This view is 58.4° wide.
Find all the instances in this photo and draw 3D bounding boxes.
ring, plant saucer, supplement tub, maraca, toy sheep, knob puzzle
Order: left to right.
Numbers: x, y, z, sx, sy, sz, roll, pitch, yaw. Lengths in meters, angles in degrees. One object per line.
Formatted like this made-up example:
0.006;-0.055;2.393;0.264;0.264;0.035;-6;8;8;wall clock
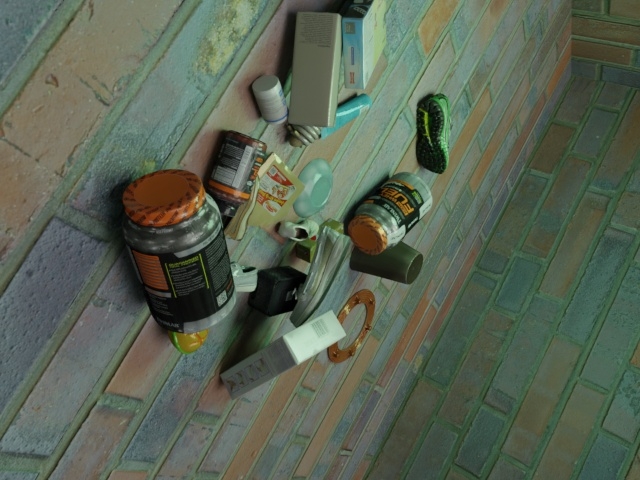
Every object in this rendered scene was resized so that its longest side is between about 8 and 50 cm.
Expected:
-0.310;0.026;1.267;0.207;0.207;0.337;-41;142;-36;supplement tub
-0.335;0.197;1.464;0.127;0.099;0.185;33;57;-65;maraca
-0.209;-0.161;1.396;0.106;0.106;0.197;11;102;-59;supplement tub
-0.151;-0.124;1.582;0.213;0.030;0.213;-23;128;-32;knob puzzle
-0.123;-0.350;1.431;0.071;0.071;0.107;-51;148;-24;supplement tub
-0.038;-0.311;1.578;0.132;0.091;0.091;-47;149;3;toy sheep
-0.011;-0.156;1.778;0.195;0.038;0.194;-35;138;-40;plant saucer
0.141;0.362;2.387;0.337;0.032;0.336;-38;140;-40;ring
0.251;-0.096;2.074;0.316;0.194;0.193;-43;143;-35;supplement tub

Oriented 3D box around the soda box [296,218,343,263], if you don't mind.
0.000;0.000;1.882;0.181;0.058;0.061;-37;140;-39;soda box

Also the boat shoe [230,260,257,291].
-0.246;0.095;1.556;0.228;0.079;0.081;7;95;-64;boat shoe

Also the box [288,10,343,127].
-0.009;-0.429;1.453;0.094;0.113;0.274;-38;136;-73;box

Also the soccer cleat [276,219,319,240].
-0.055;-0.025;1.760;0.196;0.076;0.068;-2;112;-58;soccer cleat

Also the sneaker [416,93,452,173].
0.468;-0.412;2.253;0.146;0.134;0.343;-44;143;-34;sneaker

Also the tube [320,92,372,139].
0.072;-0.383;1.742;0.207;0.052;0.080;-37;135;-32;tube

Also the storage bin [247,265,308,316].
-0.126;0.154;1.768;0.180;0.084;0.121;-5;115;-56;storage bin

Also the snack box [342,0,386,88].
0.126;-0.571;1.565;0.321;0.060;0.187;-67;160;-46;snack box

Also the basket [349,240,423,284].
0.258;0.067;2.168;0.204;0.227;0.154;-55;148;-17;basket

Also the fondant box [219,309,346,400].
-0.116;0.347;1.727;0.330;0.096;0.238;-38;169;37;fondant box

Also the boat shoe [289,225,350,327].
-0.018;0.114;1.746;0.320;0.103;0.118;-64;169;8;boat shoe

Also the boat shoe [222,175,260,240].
-0.213;-0.090;1.480;0.072;0.068;0.189;12;103;-28;boat shoe
